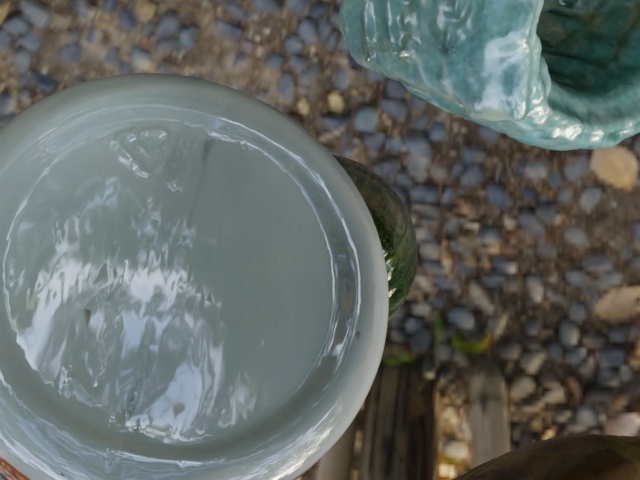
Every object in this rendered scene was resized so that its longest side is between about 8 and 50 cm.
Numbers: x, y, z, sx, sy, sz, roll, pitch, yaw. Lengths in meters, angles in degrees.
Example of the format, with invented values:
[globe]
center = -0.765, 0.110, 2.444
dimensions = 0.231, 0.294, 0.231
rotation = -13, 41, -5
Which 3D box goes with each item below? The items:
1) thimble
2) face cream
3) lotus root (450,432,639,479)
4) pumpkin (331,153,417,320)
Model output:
[thimble]
center = 0.125, -0.151, 0.872
dimensions = 0.143, 0.235, 0.198
rotation = 29, 144, 43
[face cream]
center = -0.085, 0.043, 0.736
dimensions = 0.201, 0.201, 0.187
rotation = 22, 159, -7
[lotus root]
center = 0.123, 0.227, 0.913
dimensions = 0.291, 0.193, 0.193
rotation = -31, 127, -25
[pumpkin]
center = 0.000, 0.000, 2.153
dimensions = 0.300, 0.207, 0.300
rotation = 25, 148, 17
